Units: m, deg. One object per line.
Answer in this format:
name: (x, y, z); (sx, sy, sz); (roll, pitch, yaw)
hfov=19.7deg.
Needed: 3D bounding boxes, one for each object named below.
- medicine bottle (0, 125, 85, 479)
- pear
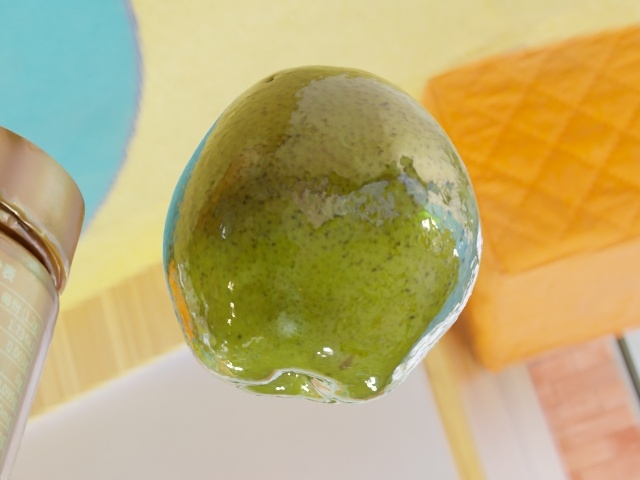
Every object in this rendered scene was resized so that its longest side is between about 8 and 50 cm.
medicine bottle: (-0.144, 0.058, 0.596); (0.096, 0.192, 0.096); (9, 150, 5)
pear: (0.001, 0.000, 1.075); (0.198, 0.198, 0.198); (-14, 156, -6)
